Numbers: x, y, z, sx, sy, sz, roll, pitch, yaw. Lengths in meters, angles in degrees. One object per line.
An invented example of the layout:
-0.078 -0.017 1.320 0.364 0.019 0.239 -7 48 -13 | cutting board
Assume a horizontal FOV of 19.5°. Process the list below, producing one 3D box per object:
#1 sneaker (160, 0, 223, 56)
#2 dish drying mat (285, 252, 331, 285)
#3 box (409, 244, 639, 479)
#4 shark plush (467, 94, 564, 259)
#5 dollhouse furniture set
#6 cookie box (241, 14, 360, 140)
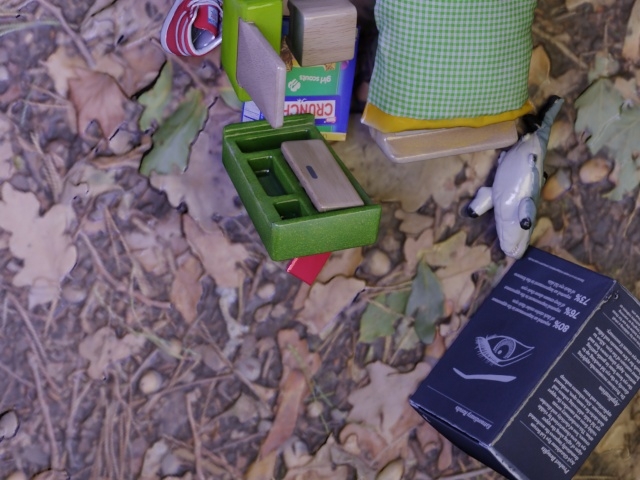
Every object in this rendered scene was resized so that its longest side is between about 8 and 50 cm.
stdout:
-0.098 -0.213 1.610 0.042 0.067 0.118 15 95 -30 | sneaker
0.000 0.000 1.751 0.032 0.008 0.083 33 87 -29 | dish drying mat
0.213 0.128 1.813 0.108 0.153 0.207 42 83 -30 | box
0.199 -0.066 1.832 0.067 0.073 0.161 28 67 -49 | shark plush
0.078 -0.126 1.595 0.302 0.151 0.197 -10 129 -19 | dollhouse furniture set
-0.018 -0.147 1.685 0.092 0.040 0.107 1 103 -28 | cookie box
